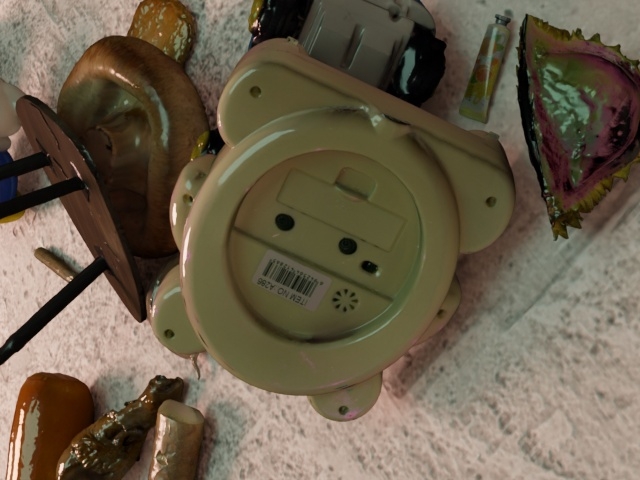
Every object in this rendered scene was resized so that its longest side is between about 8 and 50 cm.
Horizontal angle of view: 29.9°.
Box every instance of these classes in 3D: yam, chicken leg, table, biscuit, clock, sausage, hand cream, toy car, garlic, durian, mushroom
[{"bbox_3d":[-0.182,0.331,1.363,0.066,0.066,0.299,8,88,46],"label":"yam"},{"bbox_3d":[-0.234,0.228,1.432,0.198,0.085,0.069,-46,27,13],"label":"chicken leg"},{"bbox_3d":[-0.393,-0.003,1.403,0.317,0.249,0.317,51,160,27],"label":"table"},{"bbox_3d":[-0.231,-0.196,1.550,0.118,0.029,0.247,33,106,35],"label":"biscuit"},{"bbox_3d":[0.000,0.000,1.106,0.114,0.284,0.309,-86,21,-66],"label":"clock"},{"bbox_3d":[-0.343,0.303,1.503,0.105,0.105,0.274,-3,79,46],"label":"sausage"},{"bbox_3d":[0.160,-0.165,1.148,0.035,0.022,0.102,27,105,38],"label":"hand cream"},{"bbox_3d":[-0.011,-0.128,1.210,0.166,0.198,0.314,-103,34,-70],"label":"toy car"},{"bbox_3d":[-0.166,0.077,1.397,0.084,0.066,0.152,13,89,45],"label":"garlic"},{"bbox_3d":[0.231,-0.098,1.026,0.108,0.119,0.186,-10,85,6],"label":"durian"},{"bbox_3d":[-0.359,0.035,1.638,0.116,0.021,0.021,28,102,47],"label":"yam"},{"bbox_3d":[-0.223,-0.111,1.436,0.278,0.146,0.278,22,120,44],"label":"mushroom"}]

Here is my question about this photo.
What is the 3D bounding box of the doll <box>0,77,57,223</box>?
[{"bbox_3d":[-0.526,-0.143,1.681,0.311,0.159,0.242,34,124,7],"label":"doll"}]
